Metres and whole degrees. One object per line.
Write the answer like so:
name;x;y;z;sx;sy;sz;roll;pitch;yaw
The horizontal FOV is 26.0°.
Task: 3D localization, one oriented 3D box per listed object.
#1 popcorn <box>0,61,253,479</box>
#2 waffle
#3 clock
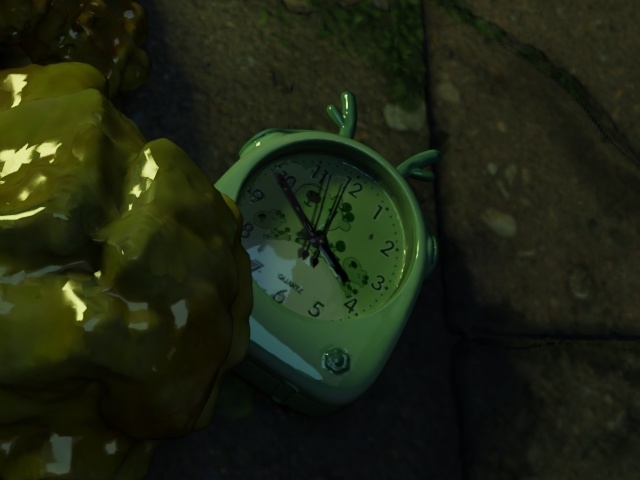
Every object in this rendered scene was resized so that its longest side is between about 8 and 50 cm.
popcorn;-0.179;0.020;0.782;0.286;0.215;0.252;4;70;2
waffle;-0.200;-0.191;0.854;0.056;0.253;0.249;-25;91;20
clock;0.000;0.000;0.924;0.159;0.066;0.211;36;64;-2
